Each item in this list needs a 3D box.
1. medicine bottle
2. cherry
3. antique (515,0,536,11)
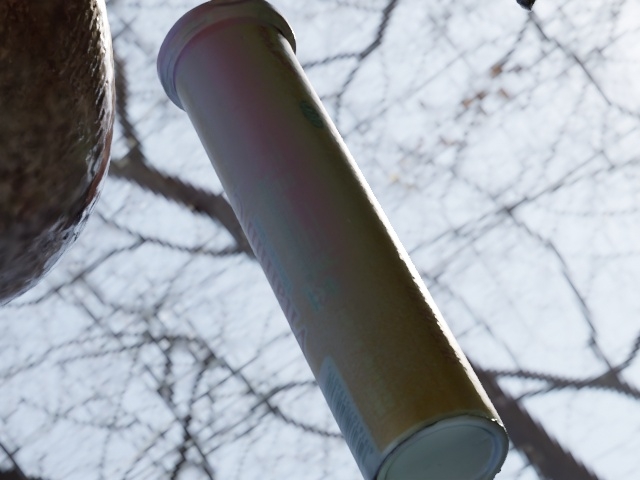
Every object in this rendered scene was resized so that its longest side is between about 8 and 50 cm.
[{"bbox_3d":[0.000,0.000,1.205,0.108,0.108,0.426,15,-146,-37],"label":"medicine bottle"},{"bbox_3d":[-0.215,-0.071,0.861,0.236,0.285,0.213,17,-147,-16],"label":"cherry"},{"bbox_3d":[0.217,-0.293,1.281,0.185,0.255,0.322,71,-165,10],"label":"antique"}]
